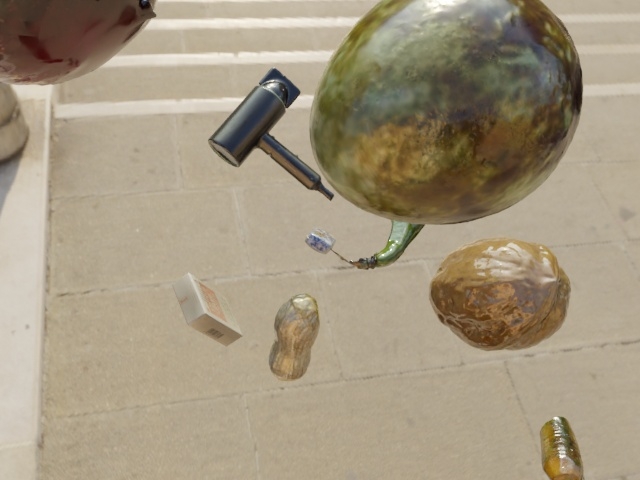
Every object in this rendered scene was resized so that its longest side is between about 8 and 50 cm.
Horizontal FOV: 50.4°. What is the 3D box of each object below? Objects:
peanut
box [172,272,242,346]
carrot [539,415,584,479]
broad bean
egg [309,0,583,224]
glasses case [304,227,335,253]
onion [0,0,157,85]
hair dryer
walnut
[{"bbox_3d":[-0.051,0.187,1.290,0.087,0.206,0.087,9,36,-7],"label":"peanut"},{"bbox_3d":[-0.293,0.184,1.779,0.058,0.201,0.141,-34,56,6],"label":"box"},{"bbox_3d":[0.489,0.437,1.390,0.082,0.082,0.173,14,25,1],"label":"carrot"},{"bbox_3d":[0.144,-0.044,1.233,0.098,0.056,0.318,44,49,3],"label":"broad bean"},{"bbox_3d":[0.117,-0.131,0.660,0.290,0.238,0.238,-27,62,-39],"label":"egg"},{"bbox_3d":[0.000,0.000,2.099,0.087,0.248,0.065,30,96,1],"label":"glasses case"},{"bbox_3d":[-0.360,-0.290,0.684,0.386,0.348,0.347,-28,57,13],"label":"onion"},{"bbox_3d":[-0.056,-0.177,1.281,0.248,0.078,0.195,41,78,-8],"label":"hair dryer"},{"bbox_3d":[0.446,0.132,1.675,0.306,0.344,0.305,10,69,-26],"label":"walnut"}]
